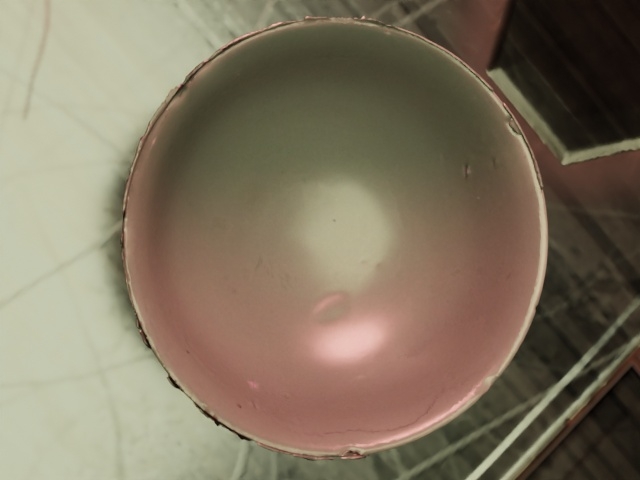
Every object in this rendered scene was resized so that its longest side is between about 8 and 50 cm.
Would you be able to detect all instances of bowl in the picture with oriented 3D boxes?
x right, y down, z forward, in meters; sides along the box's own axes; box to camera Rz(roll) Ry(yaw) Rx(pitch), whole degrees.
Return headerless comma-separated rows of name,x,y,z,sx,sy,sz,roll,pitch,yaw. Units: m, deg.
bowl,0.000,0.000,0.473,0.189,0.086,0.189,0,88,-14
